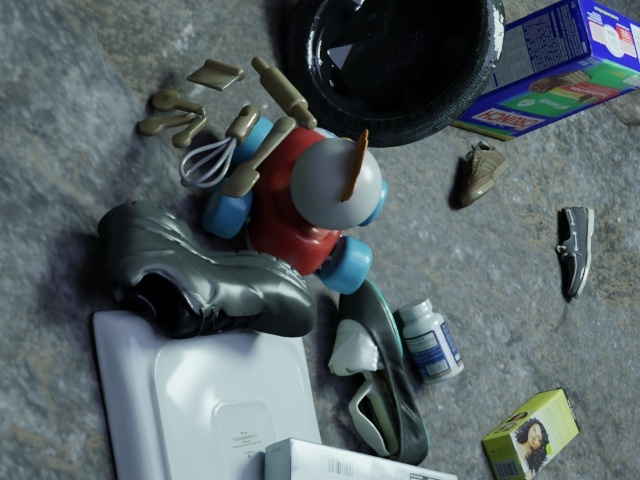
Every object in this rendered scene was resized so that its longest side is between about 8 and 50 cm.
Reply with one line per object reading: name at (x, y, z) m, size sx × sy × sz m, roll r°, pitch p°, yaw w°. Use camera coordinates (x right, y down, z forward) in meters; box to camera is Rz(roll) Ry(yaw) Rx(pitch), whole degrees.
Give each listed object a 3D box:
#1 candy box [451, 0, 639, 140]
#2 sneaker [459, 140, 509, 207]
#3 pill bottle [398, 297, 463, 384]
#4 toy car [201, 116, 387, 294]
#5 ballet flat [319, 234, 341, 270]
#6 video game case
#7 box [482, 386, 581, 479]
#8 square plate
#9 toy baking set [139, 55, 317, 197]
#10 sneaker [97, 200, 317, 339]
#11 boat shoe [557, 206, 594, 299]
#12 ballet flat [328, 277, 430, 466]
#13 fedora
candy box at (0.383, -0.294, 1.993) m, size 0.268 × 0.317 × 0.122 m, roll 5°, pitch 71°, yaw -50°
sneaker at (0.272, -0.118, 1.995) m, size 0.071 × 0.066 × 0.188 m, roll 49°, pitch 32°, yaw 0°
pill bottle at (0.163, 0.150, 1.706) m, size 0.067 × 0.067 × 0.120 m, roll -31°, pitch 99°, yaw -54°
toy car at (0.010, -0.077, 1.415) m, size 0.219 × 0.238 × 0.210 m, roll 27°, pitch 58°, yaw -19°
ballet flat at (0.000, 0.000, 1.579) m, size 0.168 × 0.052 × 0.057 m, roll 42°, pitch 44°, yaw -33°
video game case at (0.052, 0.380, 1.337) m, size 0.269 × 0.061 × 0.244 m, roll 20°, pitch 56°, yaw -33°
box at (0.353, 0.322, 1.878) m, size 0.232 × 0.058 × 0.087 m, roll -24°, pitch 93°, yaw -55°
square plate at (-0.099, 0.243, 1.338) m, size 0.347 × 0.049 × 0.344 m, roll 3°, pitch 71°, yaw -51°
toy baking set at (-0.107, -0.140, 1.389) m, size 0.197 × 0.256 × 0.030 m, roll -29°, pitch 138°, yaw -16°
sneaker at (-0.130, 0.067, 1.300) m, size 0.286 × 0.109 × 0.130 m, roll 22°, pitch 41°, yaw -25°
boat shoe at (0.491, 0.022, 2.219) m, size 0.065 × 0.075 × 0.206 m, roll 13°, pitch 59°, yaw 1°
ballet flat at (0.073, 0.188, 1.555) m, size 0.096 × 0.095 × 0.280 m, roll -22°, pitch 91°, yaw -42°
fedora at (0.115, -0.292, 1.711) m, size 0.152 × 0.334 × 0.334 m, roll 17°, pitch 56°, yaw -82°
